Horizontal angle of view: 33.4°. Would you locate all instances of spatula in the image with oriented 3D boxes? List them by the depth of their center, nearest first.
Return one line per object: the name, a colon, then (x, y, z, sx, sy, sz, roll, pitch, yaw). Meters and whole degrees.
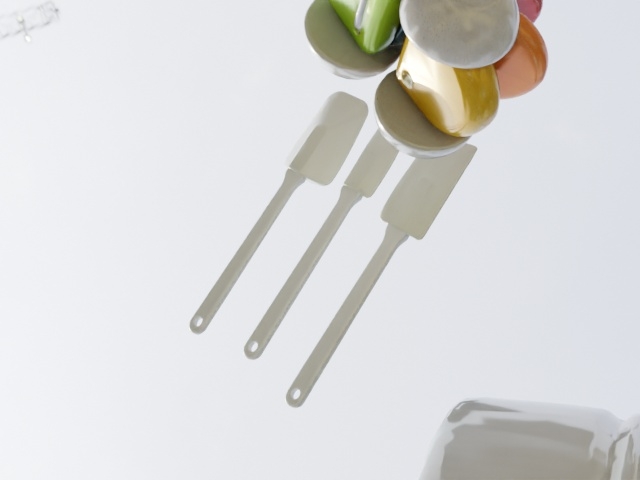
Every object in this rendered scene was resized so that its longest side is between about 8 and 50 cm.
spatula: (0.000, 0.000, 0.854, 0.168, 0.019, 0.242, 30, -95, 36)

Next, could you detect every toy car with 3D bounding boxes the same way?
toy car: (0.080, -0.160, 0.730, 0.136, 0.159, 0.182, -33, -107, -22)

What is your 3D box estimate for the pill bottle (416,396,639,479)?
pill bottle: (0.206, 0.145, 0.281, 0.361, 0.204, 0.204, 4, -104, 19)
